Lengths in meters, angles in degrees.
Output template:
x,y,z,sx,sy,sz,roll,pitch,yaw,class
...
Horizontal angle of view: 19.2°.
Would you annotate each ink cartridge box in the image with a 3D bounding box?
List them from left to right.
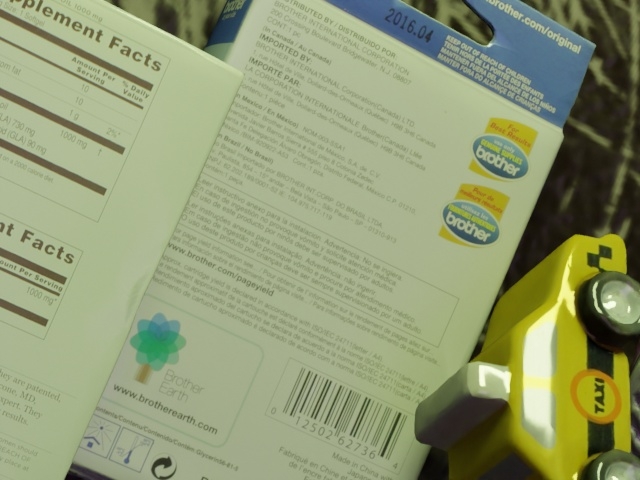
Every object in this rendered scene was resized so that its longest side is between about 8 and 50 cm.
x,y,z,sx,sy,sz,roll,pitch,yaw,class
0.000,0.000,0.961,0.185,0.065,0.311,26,86,-19,ink cartridge box

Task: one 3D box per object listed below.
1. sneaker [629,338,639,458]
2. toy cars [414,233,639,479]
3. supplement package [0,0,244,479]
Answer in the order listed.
x,y,z,sx,sy,sz,roll,pitch,yaw,class
0.178,0.141,1.005,0.102,0.161,0.282,26,115,5,sneaker
0.064,0.182,0.914,0.087,0.176,0.394,14,100,-18,toy cars
-0.158,0.007,0.868,0.134,0.139,0.244,26,82,-18,supplement package
